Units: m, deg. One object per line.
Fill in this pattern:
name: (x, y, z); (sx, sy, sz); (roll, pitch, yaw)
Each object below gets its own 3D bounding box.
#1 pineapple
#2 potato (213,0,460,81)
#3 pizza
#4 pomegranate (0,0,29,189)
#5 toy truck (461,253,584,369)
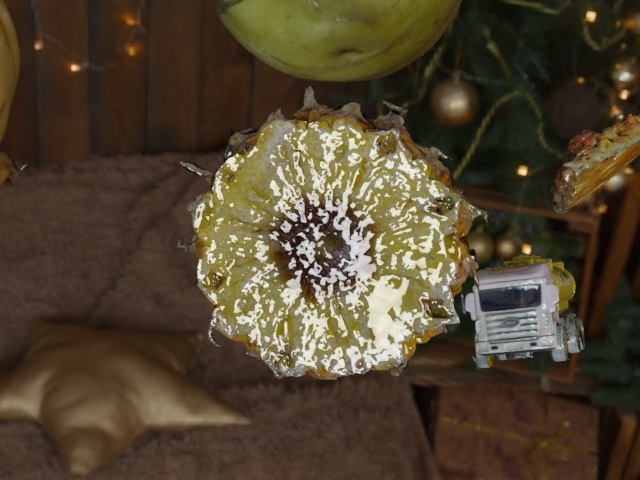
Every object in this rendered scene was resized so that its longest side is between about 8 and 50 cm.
pineapple: (0.000, 0.000, 0.704); (0.221, 0.221, 0.047); (12, 10, 9)
potato: (0.041, -0.266, 1.230); (0.330, 0.212, 0.280); (-20, 23, 38)
pizza: (0.350, -0.112, 1.330); (0.053, 0.201, 0.193); (54, 20, 15)
pomegranate: (-0.402, -0.127, 0.903); (0.343, 0.342, 0.342); (5, 30, -3)
toy truck: (0.223, 0.072, 1.149); (0.098, 0.114, 0.227); (-8, -4, 20)
